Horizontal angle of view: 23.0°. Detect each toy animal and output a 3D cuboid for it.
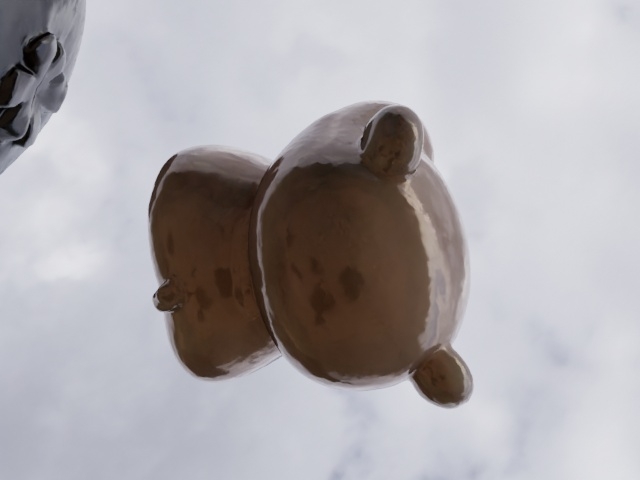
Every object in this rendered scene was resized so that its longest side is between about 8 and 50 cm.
[{"bbox_3d":[-0.013,0.007,1.117,0.221,0.229,0.210,-12,-73,-3],"label":"toy animal"}]

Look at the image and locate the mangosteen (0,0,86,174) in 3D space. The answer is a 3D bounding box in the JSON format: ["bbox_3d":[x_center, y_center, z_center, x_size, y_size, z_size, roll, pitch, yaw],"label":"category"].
[{"bbox_3d":[-0.441,-0.235,1.520,0.435,0.382,0.382,28,-70,14],"label":"mangosteen"}]
